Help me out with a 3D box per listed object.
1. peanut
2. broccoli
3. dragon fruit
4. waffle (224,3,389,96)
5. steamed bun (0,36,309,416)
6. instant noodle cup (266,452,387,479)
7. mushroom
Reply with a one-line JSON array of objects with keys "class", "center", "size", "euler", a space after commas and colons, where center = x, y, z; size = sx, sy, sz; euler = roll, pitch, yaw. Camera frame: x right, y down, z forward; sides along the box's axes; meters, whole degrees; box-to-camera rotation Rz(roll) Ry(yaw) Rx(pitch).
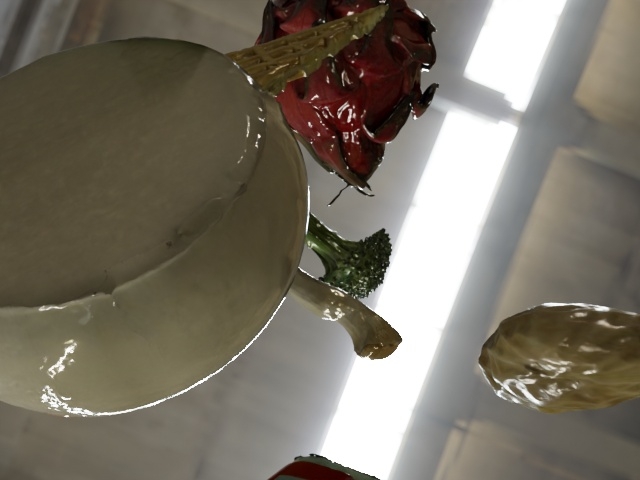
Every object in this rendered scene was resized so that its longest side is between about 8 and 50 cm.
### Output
[{"class": "peanut", "center": [0.267, 0.127, 1.756], "size": [0.233, 0.196, 0.110], "euler": [111, -18, -82]}, {"class": "broccoli", "center": [0.002, -0.002, 2.200], "size": [0.118, 0.204, 0.122], "euler": [-51, -176, -27]}, {"class": "dragon fruit", "center": [0.023, -0.189, 1.985], "size": [0.234, 0.233, 0.293], "euler": [142, -50, -78]}, {"class": "waffle", "center": [-0.002, -0.188, 1.673], "size": [0.125, 0.191, 0.032], "euler": [-124, -164, -65]}, {"class": "steamed bun", "center": [-0.185, 0.003, 1.477], "size": [0.241, 0.374, 0.374], "euler": [71, 26, -44]}, {"class": "instant noodle cup", "center": [-0.039, 0.315, 1.072], "size": [0.308, 0.294, 0.294], "euler": [-39, 169, -32]}, {"class": "mushroom", "center": [0.005, 0.074, 1.964], "size": [0.054, 0.202, 0.059], "euler": [-52, 174, -18]}]
